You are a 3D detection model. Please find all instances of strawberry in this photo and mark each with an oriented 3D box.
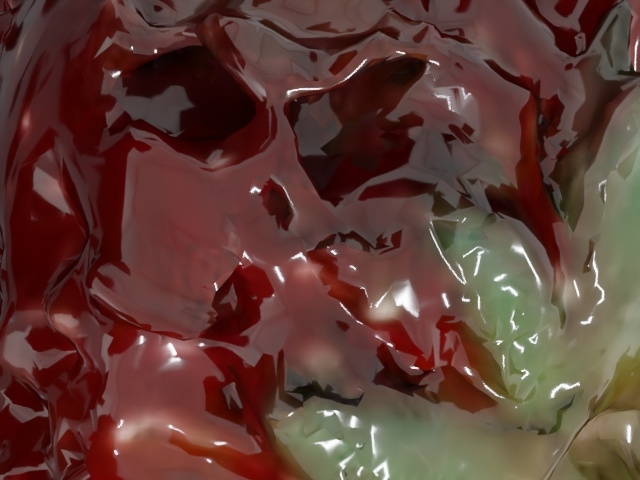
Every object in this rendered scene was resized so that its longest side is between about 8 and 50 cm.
[{"bbox_3d":[0.000,0.000,0.663,0.317,0.345,0.295,-26,124,-21],"label":"strawberry"}]
